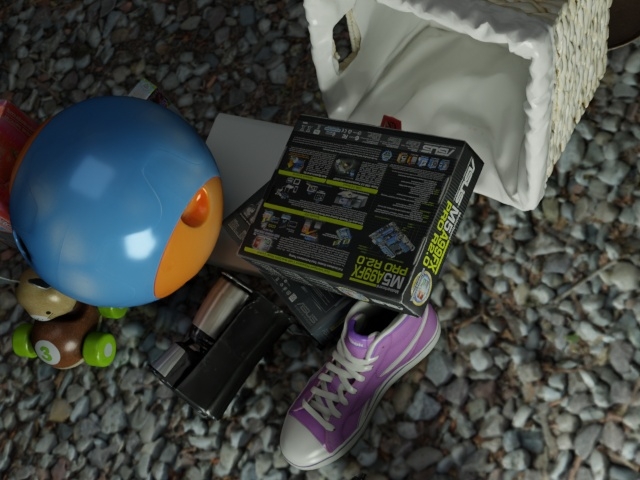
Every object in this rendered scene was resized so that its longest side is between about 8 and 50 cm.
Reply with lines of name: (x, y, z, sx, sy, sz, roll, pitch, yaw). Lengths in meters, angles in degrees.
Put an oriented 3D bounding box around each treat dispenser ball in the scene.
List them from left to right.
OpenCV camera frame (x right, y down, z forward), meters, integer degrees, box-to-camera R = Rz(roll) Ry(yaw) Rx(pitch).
treat dispenser ball: (-0.275, -0.052, 1.396, 0.288, 0.288, 0.288, -7, 66, 16)

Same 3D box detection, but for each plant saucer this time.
plant saucer: (0.403, -0.350, 1.485, 0.198, 0.036, 0.198, -7, 67, 16)

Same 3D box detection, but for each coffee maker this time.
coffee maker: (-0.119, 0.156, 1.401, 0.171, 0.120, 0.178, 32, 81, 27)

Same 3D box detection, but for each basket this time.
basket: (0.192, -0.269, 1.335, 0.331, 0.328, 0.266, 25, 64, 24)

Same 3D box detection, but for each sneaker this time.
sneaker: (0.030, 0.166, 1.323, 0.102, 0.161, 0.282, 37, 84, 27)

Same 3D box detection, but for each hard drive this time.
hard drive: (-0.032, -0.050, 1.501, 0.353, 0.047, 0.233, 14, 73, 23)

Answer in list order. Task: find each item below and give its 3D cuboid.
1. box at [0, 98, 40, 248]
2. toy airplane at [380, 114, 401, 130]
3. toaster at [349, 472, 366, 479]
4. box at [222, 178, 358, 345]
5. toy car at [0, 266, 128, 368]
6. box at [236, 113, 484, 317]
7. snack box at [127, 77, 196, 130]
box: (-0.458, -0.087, 1.520, 0.154, 0.300, 0.142, 10, 73, 24)
toy airplane: (0.112, -0.101, 1.379, 0.151, 0.151, 0.028, 28, 47, 27)
toaster: (0.117, 0.364, 1.205, 0.186, 0.168, 0.110, 19, 78, 26)
box: (0.000, 0.000, 1.408, 0.183, 0.059, 0.232, -42, 61, -1)
toy car: (-0.396, 0.094, 1.484, 0.155, 0.188, 0.149, 4, 69, 21)
box: (0.046, -0.039, 1.305, 0.270, 0.060, 0.216, 14, 76, 38)
snack box: (-0.261, -0.171, 1.578, 0.037, 0.141, 0.100, 36, 83, 29)
